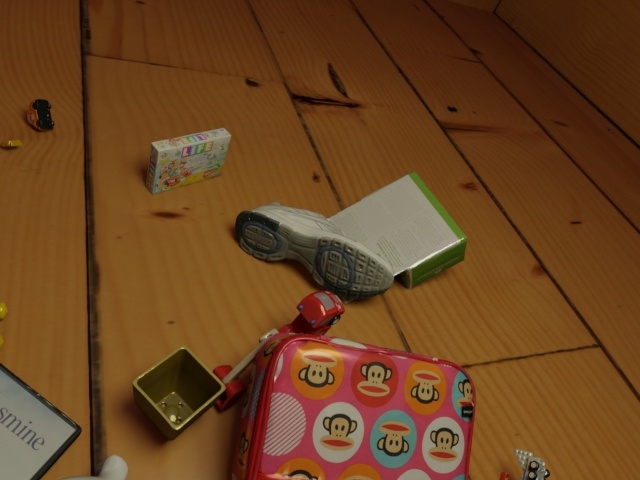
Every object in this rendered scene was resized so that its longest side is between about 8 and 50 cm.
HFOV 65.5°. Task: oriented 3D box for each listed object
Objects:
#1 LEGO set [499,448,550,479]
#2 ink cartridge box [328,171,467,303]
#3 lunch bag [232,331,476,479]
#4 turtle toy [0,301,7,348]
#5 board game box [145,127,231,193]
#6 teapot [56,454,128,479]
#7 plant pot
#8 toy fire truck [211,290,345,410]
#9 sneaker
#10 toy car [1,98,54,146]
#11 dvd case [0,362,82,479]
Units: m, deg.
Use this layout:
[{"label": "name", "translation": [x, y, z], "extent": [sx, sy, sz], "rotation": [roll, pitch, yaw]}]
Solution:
[{"label": "LEGO set", "translation": [0.256, 0.400, 0.655], "extent": [0.244, 0.060, 0.182], "rotation": [-8, 85, -37]}, {"label": "ink cartridge box", "translation": [0.125, 0.007, 0.981], "extent": [0.255, 0.097, 0.188], "rotation": [-28, 59, -4]}, {"label": "lunch bag", "translation": [0.042, 0.259, 0.618], "extent": [0.293, 0.120, 0.258], "rotation": [15, 76, -18]}, {"label": "turtle toy", "translation": [-0.451, 0.085, 0.626], "extent": [0.095, 0.066, 0.130], "rotation": [2, 48, -25]}, {"label": "board game box", "translation": [-0.247, -0.150, 0.934], "extent": [0.154, 0.103, 0.026], "rotation": [-24, 62, -40]}, {"label": "teapot", "translation": [-0.224, 0.344, 0.405], "extent": [0.253, 0.187, 0.256], "rotation": [28, 66, 30]}, {"label": "plant pot", "translation": [-0.183, 0.202, 0.629], "extent": [0.081, 0.083, 0.081], "rotation": [40, 44, 15]}, {"label": "toy fire truck", "translation": [-0.061, 0.149, 0.702], "extent": [0.047, 0.192, 0.135], "rotation": [47, 18, 23]}, {"label": "sneaker", "translation": [0.000, 0.000, 0.894], "extent": [0.297, 0.111, 0.129], "rotation": [26, 34, 10]}, {"label": "toy car", "translation": [-0.534, -0.212, 0.893], "extent": [0.041, 0.060, 0.122], "rotation": [0, 31, 18]}, {"label": "dvd case", "translation": [-0.392, 0.229, 0.487], "extent": [0.180, 0.022, 0.253], "rotation": [41, 33, -5]}]
